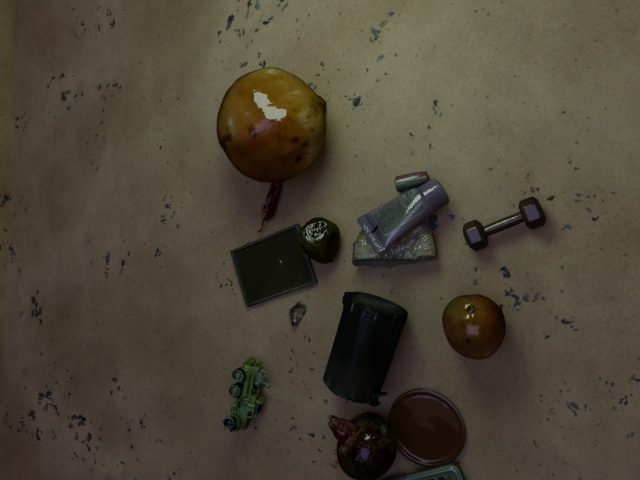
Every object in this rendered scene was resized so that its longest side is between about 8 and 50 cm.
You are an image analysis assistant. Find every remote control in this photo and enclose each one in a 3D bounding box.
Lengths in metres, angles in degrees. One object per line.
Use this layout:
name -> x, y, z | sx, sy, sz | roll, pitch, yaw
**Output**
remote control -> 0.308, 0.809, 1.556 | 0.335, 0.065, 0.128 | -26, 78, 23

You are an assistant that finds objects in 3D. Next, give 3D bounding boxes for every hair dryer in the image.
hair dryer -> 0.305, -0.141, 1.574 | 0.106, 0.054, 0.154 | -9, 96, 19

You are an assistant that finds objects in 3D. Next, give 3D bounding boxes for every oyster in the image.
oyster -> -0.088, 0.263, 1.757 | 0.051, 0.034, 0.093 | 36, 93, 4

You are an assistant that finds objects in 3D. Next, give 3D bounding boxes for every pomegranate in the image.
pomegranate -> -0.141, -0.390, 1.624 | 0.410, 0.410, 0.410 | 0, 90, 25
pomegranate -> 0.122, 0.636, 1.544 | 0.248, 0.214, 0.214 | 42, 109, -12
pomegranate -> 0.449, 0.254, 1.427 | 0.191, 0.191, 0.191 | 0, 90, 25

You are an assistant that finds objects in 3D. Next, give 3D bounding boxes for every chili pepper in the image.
chili pepper -> -0.182, -0.152, 1.793 | 0.050, 0.059, 0.268 | 17, 96, -15

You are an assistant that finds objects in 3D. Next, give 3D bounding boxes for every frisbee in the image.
frisbee -> 0.339, 0.603, 1.566 | 0.251, 0.021, 0.251 | 0, 91, 25

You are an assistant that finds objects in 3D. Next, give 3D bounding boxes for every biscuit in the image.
biscuit -> 0.227, -0.002, 1.580 | 0.281, 0.084, 0.179 | -10, 83, 23

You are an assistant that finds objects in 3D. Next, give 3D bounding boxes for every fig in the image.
fig -> 0.000, 0.000, 1.671 | 0.144, 0.154, 0.165 | -10, 117, 10

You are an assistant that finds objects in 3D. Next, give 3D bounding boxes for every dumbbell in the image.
dumbbell -> 0.540, -0.047, 1.438 | 0.231, 0.092, 0.082 | -24, 52, 22

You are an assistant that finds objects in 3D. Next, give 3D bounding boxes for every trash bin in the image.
trash bin -> 0.138, 0.339, 1.561 | 0.252, 0.203, 0.301 | 24, 101, 42

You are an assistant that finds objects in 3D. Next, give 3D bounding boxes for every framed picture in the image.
framed picture -> -0.179, 0.097, 1.803 | 0.315, 0.024, 0.232 | -20, 82, 22

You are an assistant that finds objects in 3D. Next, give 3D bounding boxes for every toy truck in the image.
toy truck -> -0.264, 0.578, 1.791 | 0.135, 0.128, 0.259 | 17, 97, 10

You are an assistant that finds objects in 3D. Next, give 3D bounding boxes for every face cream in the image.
face cream -> 0.259, -0.084, 1.507 | 0.274, 0.096, 0.154 | -31, 57, 5
